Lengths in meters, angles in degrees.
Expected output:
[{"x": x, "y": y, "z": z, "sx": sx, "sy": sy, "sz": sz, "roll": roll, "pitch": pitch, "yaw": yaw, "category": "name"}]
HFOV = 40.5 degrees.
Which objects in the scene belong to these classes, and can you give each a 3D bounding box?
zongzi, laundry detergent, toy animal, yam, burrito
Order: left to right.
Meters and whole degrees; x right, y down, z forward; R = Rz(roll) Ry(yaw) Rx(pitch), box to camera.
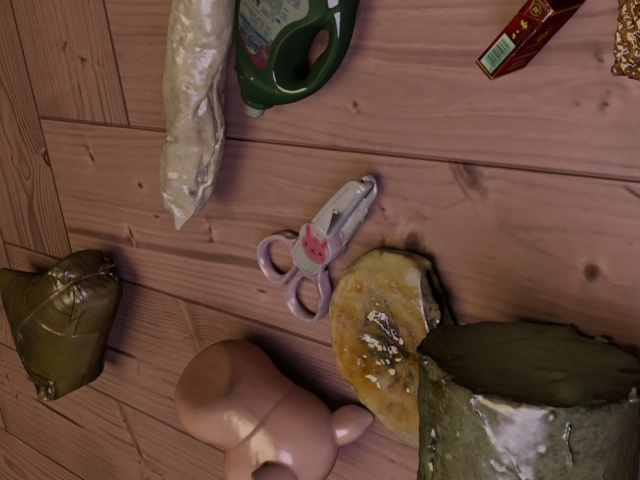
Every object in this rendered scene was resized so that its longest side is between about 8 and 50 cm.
[{"x": -0.441, "y": 0.066, "z": 1.391, "sx": 0.300, "sy": 0.145, "sz": 0.273, "roll": 49, "pitch": 133, "yaw": 26, "category": "zongzi"}, {"x": -0.135, "y": -0.188, "z": 0.969, "sx": 0.076, "sy": 0.117, "sz": 0.392, "roll": 9, "pitch": 129, "yaw": -4, "category": "burrito"}, {"x": -0.077, "y": 0.218, "z": 1.076, "sx": 0.250, "sy": 0.166, "sz": 0.154, "roll": 28, "pitch": 156, "yaw": 38, "category": "toy animal"}, {"x": -0.034, "y": -0.204, "z": 0.880, "sx": 0.137, "sy": 0.063, "sz": 0.210, "roll": 42, "pitch": 135, "yaw": 19, "category": "laundry detergent"}, {"x": 0.182, "y": 0.221, "z": 0.775, "sx": 0.195, "sy": 0.195, "sz": 0.300, "roll": 19, "pitch": 122, "yaw": 39, "category": "yam"}]

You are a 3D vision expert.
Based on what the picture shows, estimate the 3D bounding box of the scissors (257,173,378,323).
[{"x": 0.000, "y": 0.000, "z": 0.971, "sx": 0.118, "sy": 0.031, "sz": 0.242, "roll": 52, "pitch": 142, "yaw": 13, "category": "scissors"}]

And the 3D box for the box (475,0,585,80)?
[{"x": 0.168, "y": -0.167, "z": 0.695, "sx": 0.023, "sy": 0.051, "sz": 0.082, "roll": 53, "pitch": 139, "yaw": 12, "category": "box"}]

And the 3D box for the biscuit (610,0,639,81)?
[{"x": 0.248, "y": -0.207, "z": 0.604, "sx": 0.064, "sy": 0.034, "sz": 0.199, "roll": 23, "pitch": 124, "yaw": 39, "category": "biscuit"}]

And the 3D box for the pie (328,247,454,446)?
[{"x": 0.078, "y": 0.115, "z": 0.934, "sx": 0.185, "sy": 0.052, "sz": 0.218, "roll": -13, "pitch": 98, "yaw": 54, "category": "pie"}]
